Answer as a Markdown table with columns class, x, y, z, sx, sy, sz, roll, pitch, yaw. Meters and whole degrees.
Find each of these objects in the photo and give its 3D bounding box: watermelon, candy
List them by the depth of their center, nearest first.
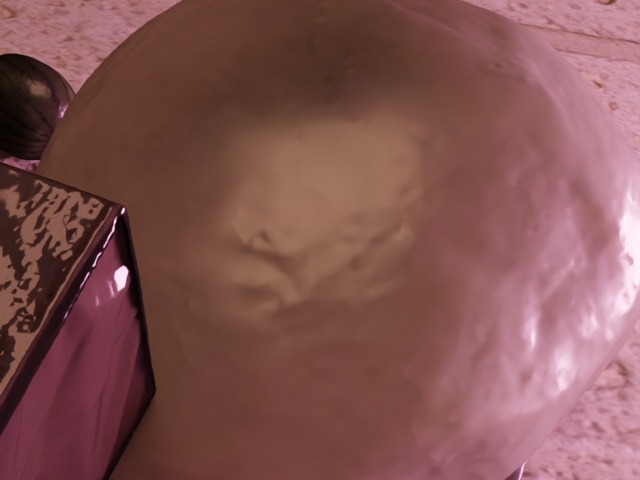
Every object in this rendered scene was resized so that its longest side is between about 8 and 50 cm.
| class | x | y | z | sx | sy | sz | roll | pitch | yaw |
| --- | --- | --- | --- | --- | --- | --- | --- | --- | --- |
| candy | 0.000 | 0.000 | 1.006 | 0.386 | 0.186 | 0.427 | 24 | 57 | 13 |
| watermelon | -0.236 | -0.107 | 1.284 | 0.078 | 0.078 | 0.111 | -18 | 36 | -41 |

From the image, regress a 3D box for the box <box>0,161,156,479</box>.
| class | x | y | z | sx | sy | sz | roll | pitch | yaw |
| --- | --- | --- | --- | --- | --- | --- | --- | --- | --- |
| box | -0.197 | 0.101 | 0.762 | 0.153 | 0.188 | 0.252 | 18 | 56 | 11 |
